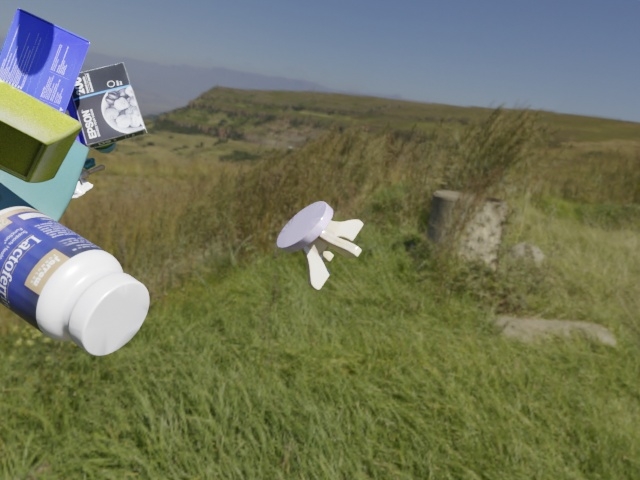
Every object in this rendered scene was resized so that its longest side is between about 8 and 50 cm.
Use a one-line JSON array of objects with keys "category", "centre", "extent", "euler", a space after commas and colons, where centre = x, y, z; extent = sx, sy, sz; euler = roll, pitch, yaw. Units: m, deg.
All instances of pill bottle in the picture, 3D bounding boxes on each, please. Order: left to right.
[{"category": "pill bottle", "centre": [-0.405, 0.063, 0.932], "extent": [0.265, 0.153, 0.153], "euler": [26, 18, 22]}]

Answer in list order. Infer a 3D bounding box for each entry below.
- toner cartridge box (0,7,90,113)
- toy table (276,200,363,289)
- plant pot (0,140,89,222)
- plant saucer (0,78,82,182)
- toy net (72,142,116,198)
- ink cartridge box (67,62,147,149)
[{"category": "toner cartridge box", "centre": [-0.670, -0.327, 1.371], "extent": [0.165, 0.347, 0.075], "euler": [21, -3, -29]}, {"category": "toy table", "centre": [0.000, 0.000, 1.762], "extent": [0.161, 0.252, 0.274], "euler": [41, -8, -16]}, {"category": "plant pot", "centre": [-0.577, -0.096, 1.134], "extent": [0.165, 0.234, 0.166], "euler": [-24, -40, 28]}, {"category": "plant saucer", "centre": [-0.482, -0.162, 0.905], "extent": [0.188, 0.045, 0.188], "euler": [29, -37, -24]}, {"category": "toy net", "centre": [-0.649, -0.210, 1.639], "extent": [0.122, 0.045, 0.232], "euler": [6, 51, 13]}, {"category": "ink cartridge box", "centre": [-0.578, -0.340, 1.544], "extent": [0.208, 0.206, 0.045], "euler": [-19, -13, -9]}]
